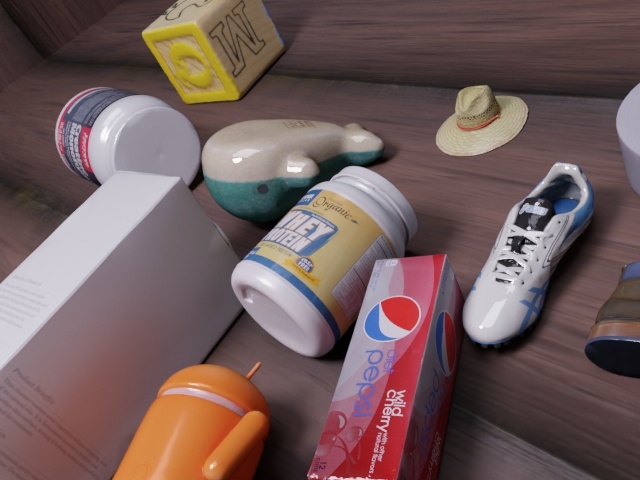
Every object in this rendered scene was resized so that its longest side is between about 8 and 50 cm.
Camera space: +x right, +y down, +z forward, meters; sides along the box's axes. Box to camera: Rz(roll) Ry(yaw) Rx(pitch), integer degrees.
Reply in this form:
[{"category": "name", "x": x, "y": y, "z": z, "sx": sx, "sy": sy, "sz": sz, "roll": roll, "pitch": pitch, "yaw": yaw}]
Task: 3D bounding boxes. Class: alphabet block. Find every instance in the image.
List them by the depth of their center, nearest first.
[{"category": "alphabet block", "x": -0.229, "y": -0.436, "z": 1.478, "sx": 0.193, "sy": 0.193, "sz": 0.197, "roll": 4, "pitch": 47, "yaw": 40}]

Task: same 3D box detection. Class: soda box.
[{"category": "soda box", "x": 0.076, "y": 0.136, "z": 0.655, "sx": 0.084, "sy": 0.092, "sz": 0.263, "roll": -6, "pitch": 42, "yaw": 28}]

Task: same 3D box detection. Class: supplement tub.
[{"category": "supplement tub", "x": 0.008, "y": 0.022, "z": 0.796, "sx": 0.144, "sy": 0.144, "sz": 0.199, "roll": 17, "pitch": 56, "yaw": 45}, {"category": "supplement tub", "x": -0.362, "y": -0.181, "z": 1.260, "sx": 0.191, "sy": 0.191, "sz": 0.272, "roll": -45, "pitch": 38, "yaw": -20}]

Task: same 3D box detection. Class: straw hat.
[{"category": "straw hat", "x": 0.225, "y": -0.191, "z": 0.975, "sx": 0.145, "sy": 0.061, "sz": 0.144, "roll": -18, "pitch": 37, "yaw": 15}]

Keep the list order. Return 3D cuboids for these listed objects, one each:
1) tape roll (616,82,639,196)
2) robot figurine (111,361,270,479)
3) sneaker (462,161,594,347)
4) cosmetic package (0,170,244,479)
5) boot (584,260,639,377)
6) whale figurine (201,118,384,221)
[{"category": "tape roll", "x": 0.443, "y": -0.121, "z": 0.729, "sx": 0.219, "sy": 0.072, "sz": 0.219, "roll": -19, "pitch": 36, "yaw": 15}, {"category": "robot figurine", "x": -0.124, "y": 0.217, "z": 0.669, "sx": 0.128, "sy": 0.158, "sz": 0.219, "roll": 17, "pitch": 49, "yaw": 5}, {"category": "sneaker", "x": 0.217, "y": 0.010, "z": 0.718, "sx": 0.085, "sy": 0.086, "sz": 0.237, "roll": 14, "pitch": 55, "yaw": 42}, {"category": "cosmetic package", "x": -0.275, "y": 0.116, "z": 0.824, "sx": 0.156, "sy": 0.217, "sz": 0.385, "roll": 7, "pitch": 48, "yaw": 40}, {"category": "boot", "x": 0.345, "y": 0.064, "z": 0.566, "sx": 0.219, "sy": 0.082, "sz": 0.106, "roll": 2, "pitch": 49, "yaw": 39}, {"category": "whale figurine", "x": -0.041, "y": -0.110, "z": 1.030, "sx": 0.272, "sy": 0.141, "sz": 0.216, "roll": -11, "pitch": 25, "yaw": -15}]
